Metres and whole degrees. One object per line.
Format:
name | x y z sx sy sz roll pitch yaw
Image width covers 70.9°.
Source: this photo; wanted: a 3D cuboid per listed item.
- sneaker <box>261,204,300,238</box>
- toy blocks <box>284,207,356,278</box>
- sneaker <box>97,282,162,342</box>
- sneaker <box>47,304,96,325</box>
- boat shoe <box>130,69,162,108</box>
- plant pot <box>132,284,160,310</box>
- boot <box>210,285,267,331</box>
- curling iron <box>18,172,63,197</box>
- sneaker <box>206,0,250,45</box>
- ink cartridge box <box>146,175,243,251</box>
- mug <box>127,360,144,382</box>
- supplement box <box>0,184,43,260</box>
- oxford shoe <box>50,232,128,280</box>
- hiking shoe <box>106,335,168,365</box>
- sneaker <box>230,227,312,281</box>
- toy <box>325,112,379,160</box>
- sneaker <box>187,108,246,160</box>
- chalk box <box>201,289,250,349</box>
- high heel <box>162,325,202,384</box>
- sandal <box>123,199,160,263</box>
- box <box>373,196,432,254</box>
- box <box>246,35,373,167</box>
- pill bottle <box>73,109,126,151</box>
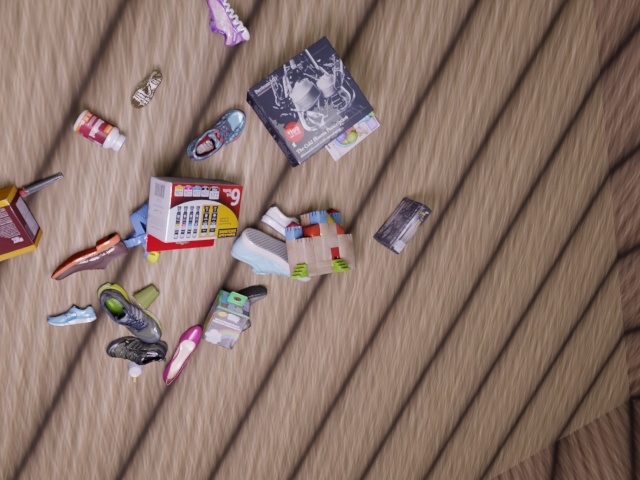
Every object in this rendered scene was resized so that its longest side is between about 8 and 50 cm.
sneaker | -0.114 -0.048 1.826 0.258 0.094 0.091 37 83 -27
toy blocks | 0.000 0.000 1.770 0.381 0.190 0.261 -6 88 -48
sneaker | -0.727 0.295 1.706 0.111 0.121 0.300 -43 113 -2
sneaker | -0.930 0.277 1.681 0.162 0.063 0.073 -7 89 -20
boat shoe | -0.606 -0.528 1.569 0.056 0.048 0.153 31 101 -35
plant pot | -0.666 0.213 1.734 0.079 0.083 0.083 -43 113 -16
boot | -0.319 0.293 1.869 0.246 0.083 0.161 -19 114 -4
curling iron | -1.020 -0.176 1.532 0.274 0.035 0.068 -20 110 -11
sneaker | -0.351 -0.777 1.556 0.104 0.095 0.236 -36 113 3
ink cartridge box | -0.449 -0.081 1.614 0.309 0.130 0.272 -7 111 -51
mug | -0.735 0.520 1.797 0.062 0.064 0.078 -28 111 -10
supplement box | -1.068 -0.046 1.480 0.191 0.129 0.194 -20 123 -12
oxford shoe | -0.835 0.081 1.631 0.271 0.097 0.098 -30 117 -8
hiking shoe | -0.714 0.434 1.753 0.226 0.114 0.086 3 103 -18
sneaker | -0.201 0.083 1.835 0.366 0.135 0.150 34 122 -27
toy | 0.120 -0.445 1.811 0.237 0.056 0.137 -40 111 -4
sneaker | -0.367 -0.374 1.637 0.262 0.125 0.104 -43 113 -2
chalk box | -0.355 0.286 1.742 0.132 0.132 0.213 24 108 -16
high heel | -0.553 0.460 1.809 0.082 0.117 0.244 40 90 -23
sandal | -0.628 -0.075 1.642 0.138 0.126 0.318 14 99 -16
box | 0.345 -0.066 1.918 0.056 0.183 0.231 38 91 -22
box | -0.045 -0.496 1.651 0.343 0.179 0.312 -38 100 -5
pill bottle | -0.750 -0.370 1.538 0.152 0.086 0.086 31 94 -23
